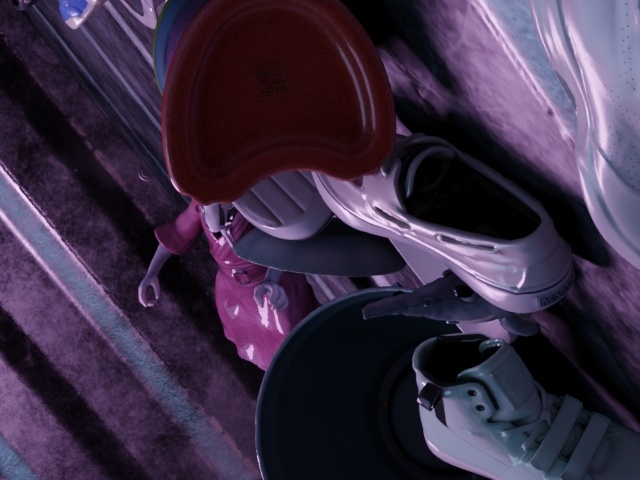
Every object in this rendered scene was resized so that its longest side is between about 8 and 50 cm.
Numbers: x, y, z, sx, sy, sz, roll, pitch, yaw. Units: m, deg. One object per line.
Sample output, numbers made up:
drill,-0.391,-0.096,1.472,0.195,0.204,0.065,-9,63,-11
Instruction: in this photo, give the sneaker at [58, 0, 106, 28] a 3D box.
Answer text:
sneaker,-0.259,-0.274,1.255,0.084,0.058,0.152,47,166,-11

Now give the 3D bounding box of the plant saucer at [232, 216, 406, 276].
plant saucer,0.000,0.000,1.340,0.195,0.195,0.037,-151,63,-64

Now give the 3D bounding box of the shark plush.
shark plush,0.114,0.035,0.961,0.067,0.161,0.073,102,172,-84

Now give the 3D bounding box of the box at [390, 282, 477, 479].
box,0.136,0.174,1.460,0.244,0.100,0.060,46,169,21

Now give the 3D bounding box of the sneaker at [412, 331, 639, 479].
sneaker,0.190,0.157,1.024,0.256,0.094,0.151,13,145,29

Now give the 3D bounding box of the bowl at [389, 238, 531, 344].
bowl,0.129,0.023,1.076,0.142,0.053,0.142,51,171,-5

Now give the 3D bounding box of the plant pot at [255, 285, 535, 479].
plant pot,0.106,0.192,1.263,0.293,0.293,0.196,47,-164,17

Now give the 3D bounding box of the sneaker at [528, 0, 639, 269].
sneaker,0.171,-0.055,0.570,0.094,0.080,0.212,16,146,52

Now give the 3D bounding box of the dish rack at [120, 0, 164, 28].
dish rack,-0.232,-0.373,1.164,0.285,0.072,0.333,50,170,7

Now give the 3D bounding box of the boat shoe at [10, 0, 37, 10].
boat shoe,-0.341,-0.360,1.218,0.114,0.091,0.302,39,165,46

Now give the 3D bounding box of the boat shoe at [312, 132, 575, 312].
boat shoe,0.082,-0.039,0.946,0.267,0.096,0.088,40,162,42

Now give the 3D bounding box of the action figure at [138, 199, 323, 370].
action figure,-0.076,0.016,1.590,0.248,0.275,0.370,14,142,29

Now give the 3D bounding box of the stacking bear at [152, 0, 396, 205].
stacking bear,-0.066,-0.155,1.008,0.289,0.175,0.164,-128,29,-67

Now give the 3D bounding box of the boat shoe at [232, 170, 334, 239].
boat shoe,-0.052,-0.090,1.347,0.119,0.121,0.335,47,-176,-39

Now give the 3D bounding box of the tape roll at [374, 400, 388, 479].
tape roll,0.131,0.292,1.536,0.392,0.072,0.392,38,-162,-14
